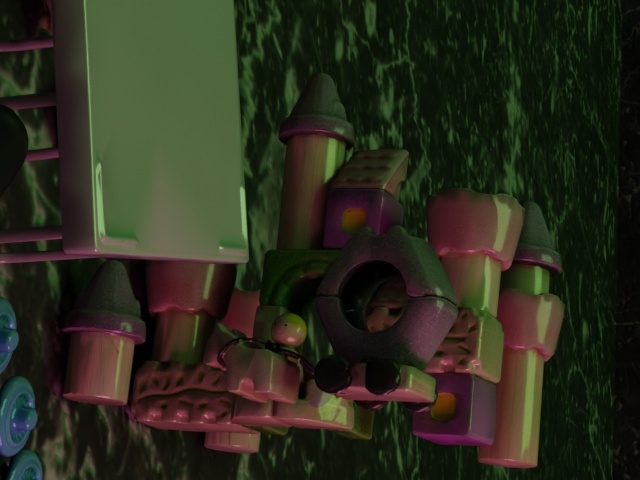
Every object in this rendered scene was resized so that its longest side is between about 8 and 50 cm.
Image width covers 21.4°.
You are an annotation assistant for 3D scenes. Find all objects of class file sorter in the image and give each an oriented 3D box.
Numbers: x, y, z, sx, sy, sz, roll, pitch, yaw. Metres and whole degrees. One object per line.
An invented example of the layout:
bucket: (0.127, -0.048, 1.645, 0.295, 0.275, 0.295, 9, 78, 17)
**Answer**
file sorter: (-0.158, -0.122, 0.909, 0.193, 0.173, 0.278, 6, 79, -70)

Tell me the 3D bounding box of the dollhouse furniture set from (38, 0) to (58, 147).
dollhouse furniture set: (-0.141, -0.281, 1.169, 0.303, 0.173, 0.356, -48, 154, -63)

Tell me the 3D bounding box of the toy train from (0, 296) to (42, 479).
toy train: (-0.195, 0.104, 0.859, 0.105, 0.080, 0.184, -60, 152, -54)

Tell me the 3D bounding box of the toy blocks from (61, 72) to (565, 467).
toy blocks: (0.000, 0.000, 1.141, 0.309, 0.288, 0.260, 33, 61, -62)

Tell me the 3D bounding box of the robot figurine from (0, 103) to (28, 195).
robot figurine: (-0.239, -0.083, 0.681, 0.278, 0.209, 0.174, -71, 161, -48)
